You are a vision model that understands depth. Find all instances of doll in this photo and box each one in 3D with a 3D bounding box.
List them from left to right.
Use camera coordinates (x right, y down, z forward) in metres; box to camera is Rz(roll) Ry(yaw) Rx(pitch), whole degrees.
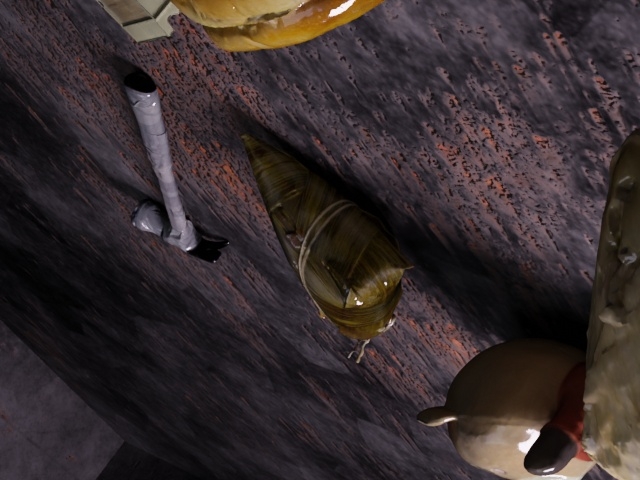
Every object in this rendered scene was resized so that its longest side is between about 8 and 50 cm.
[{"bbox_3d":[0.273,0.184,1.525,0.330,0.235,0.174,1,98,46],"label":"doll"}]

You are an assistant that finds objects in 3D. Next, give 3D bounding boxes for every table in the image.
[{"bbox_3d":[-0.176,-0.249,1.450,0.083,0.062,0.079,46,158,-25],"label":"table"}]

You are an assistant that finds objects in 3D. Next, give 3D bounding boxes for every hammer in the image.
[{"bbox_3d":[-0.211,-0.092,1.893,0.152,0.044,0.427,29,158,18],"label":"hammer"}]

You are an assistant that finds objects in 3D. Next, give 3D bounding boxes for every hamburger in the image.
[{"bbox_3d":[-0.041,-0.228,1.143,0.283,0.156,0.144,11,148,54],"label":"hamburger"}]

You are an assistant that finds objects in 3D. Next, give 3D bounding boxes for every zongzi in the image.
[{"bbox_3d":[0.000,0.000,1.700,0.241,0.111,0.248,50,170,16],"label":"zongzi"}]

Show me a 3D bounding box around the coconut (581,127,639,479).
[{"bbox_3d":[0.326,0.050,0.903,0.360,0.346,0.346,34,160,1],"label":"coconut"}]
